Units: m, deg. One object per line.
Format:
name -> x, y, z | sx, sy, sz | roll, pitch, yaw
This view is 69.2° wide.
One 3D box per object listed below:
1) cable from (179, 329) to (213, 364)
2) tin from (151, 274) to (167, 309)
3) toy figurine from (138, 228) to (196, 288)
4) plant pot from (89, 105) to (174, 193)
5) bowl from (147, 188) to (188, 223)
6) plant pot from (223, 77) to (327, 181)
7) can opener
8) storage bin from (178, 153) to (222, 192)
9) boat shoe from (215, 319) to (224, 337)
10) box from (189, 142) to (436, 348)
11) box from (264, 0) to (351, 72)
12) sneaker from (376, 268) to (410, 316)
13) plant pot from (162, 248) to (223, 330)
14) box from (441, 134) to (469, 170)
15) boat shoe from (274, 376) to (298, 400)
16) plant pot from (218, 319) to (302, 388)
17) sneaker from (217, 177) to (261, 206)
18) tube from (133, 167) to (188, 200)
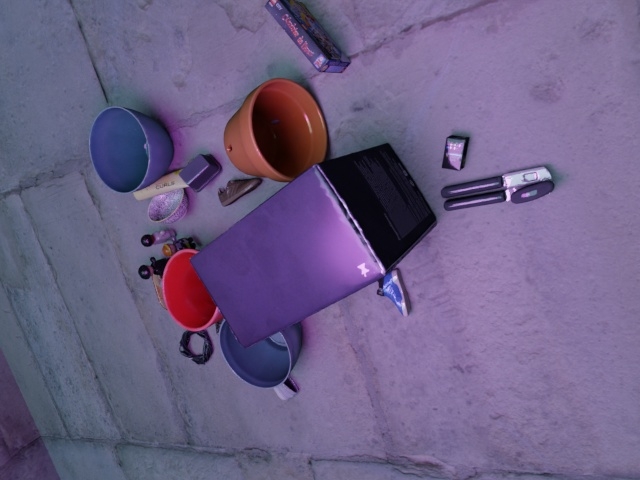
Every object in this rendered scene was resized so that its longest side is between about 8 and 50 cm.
cable -> -0.520, 0.445, 1.944 | 0.150, 0.047, 0.184 | 41, 120, 9
tin -> -0.640, 0.199, 1.929 | 0.106, 0.040, 0.190 | -5, 105, 24
toy figurine -> -0.591, 0.070, 1.775 | 0.213, 0.148, 0.210 | 23, 117, 32
plant pot -> -0.640, -0.321, 1.650 | 0.290, 0.195, 0.291 | 6, 104, 26
bowl -> -0.552, -0.122, 1.730 | 0.170, 0.170, 0.080 | -6, 148, 29
plant pot -> -0.151, -0.308, 1.378 | 0.203, 0.290, 0.291 | -4, 106, 45
can opener -> 0.455, -0.128, 1.215 | 0.283, 0.095, 0.076 | -9, 102, 29
storage bin -> -0.425, -0.244, 1.604 | 0.135, 0.091, 0.098 | -41, 85, 4
boat shoe -> -0.372, 0.350, 1.819 | 0.080, 0.073, 0.224 | -10, 102, 29
box -> 0.000, 0.000, 1.274 | 0.479, 0.471, 0.298 | -32, 91, 31
box -> -0.030, -0.565, 1.279 | 0.044, 0.159, 0.233 | -41, 86, 32
sneaker -> 0.224, 0.172, 1.457 | 0.084, 0.058, 0.152 | -16, 95, 25
plant pot -> -0.374, 0.160, 1.633 | 0.274, 0.243, 0.275 | 1, 93, 30
box -> 0.362, -0.236, 1.245 | 0.052, 0.062, 0.083 | 13, 112, 24
boat shoe -> -0.164, 0.503, 1.770 | 0.081, 0.079, 0.228 | -33, 95, 23
plant pot -> -0.185, 0.346, 1.649 | 0.292, 0.196, 0.293 | 9, 110, 25
sneaker -> -0.289, -0.182, 1.598 | 0.188, 0.066, 0.071 | -27, 93, 31
tube -> -0.576, -0.208, 1.710 | 0.240, 0.062, 0.070 | -14, 102, 16
